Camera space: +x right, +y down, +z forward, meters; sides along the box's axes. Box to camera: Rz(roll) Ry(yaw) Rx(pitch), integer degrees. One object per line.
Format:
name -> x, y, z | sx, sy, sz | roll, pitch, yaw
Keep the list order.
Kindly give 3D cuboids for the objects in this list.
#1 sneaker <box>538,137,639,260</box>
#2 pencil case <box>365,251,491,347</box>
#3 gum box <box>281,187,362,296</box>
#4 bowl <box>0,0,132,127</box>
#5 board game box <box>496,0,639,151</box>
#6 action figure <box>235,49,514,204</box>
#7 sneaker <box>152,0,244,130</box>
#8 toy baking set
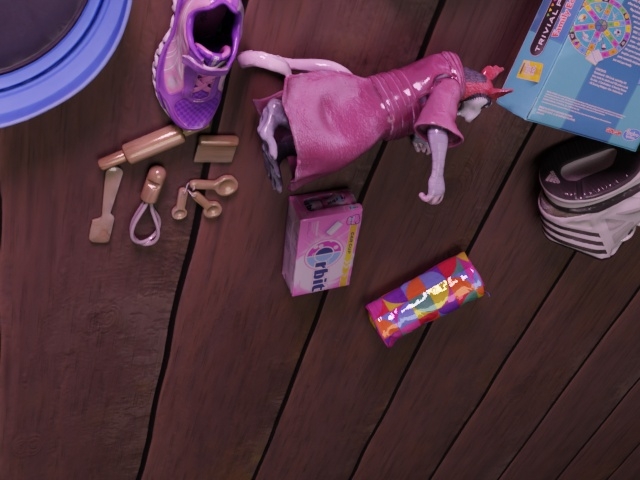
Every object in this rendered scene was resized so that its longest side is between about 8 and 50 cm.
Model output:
sneaker -> 0.617, -0.111, 1.448 | 0.447, 0.169, 0.257 | -16, 147, -1
pencil case -> 0.206, 0.114, 1.479 | 0.236, 0.104, 0.104 | -27, 138, 1
gum box -> 0.000, 0.000, 1.280 | 0.107, 0.062, 0.188 | -10, 136, -19
bowl -> -0.391, -0.290, 0.778 | 0.391, 0.077, 0.391 | -14, 137, -14
board game box -> 0.440, -0.319, 1.125 | 0.253, 0.079, 0.336 | 8, 114, -32
action figure -> 0.086, -0.196, 1.077 | 0.370, 0.248, 0.276 | -21, 111, -5
sneaker -> -0.146, -0.228, 0.947 | 0.095, 0.105, 0.236 | -4, 134, -26
toy baking set -> -0.230, -0.075, 1.110 | 0.256, 0.030, 0.197 | -21, 138, -8
